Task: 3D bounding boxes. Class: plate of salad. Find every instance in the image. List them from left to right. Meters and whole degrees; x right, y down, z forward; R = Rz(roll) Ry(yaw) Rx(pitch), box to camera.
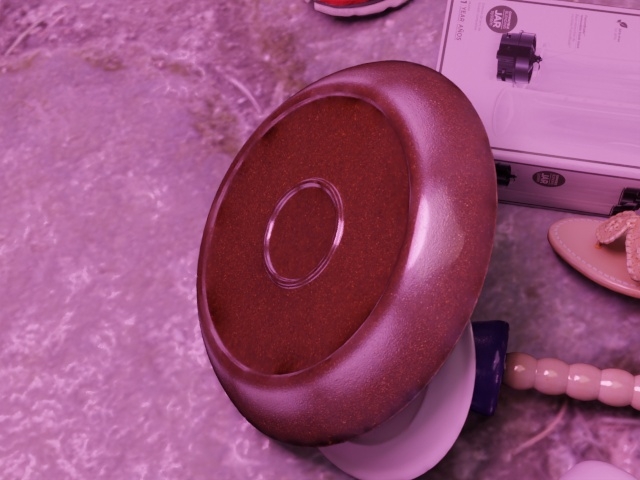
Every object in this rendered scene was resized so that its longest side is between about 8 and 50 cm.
[{"bbox_3d":[0.047,0.087,1.058,0.048,0.200,0.200,0,54,-45],"label":"plate of salad"}]

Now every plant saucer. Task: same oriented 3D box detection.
[{"bbox_3d":[0.000,0.000,1.044,0.310,0.050,0.310,-22,58,40],"label":"plant saucer"}]

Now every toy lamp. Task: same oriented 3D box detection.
[{"bbox_3d":[0.212,0.114,1.070,0.275,0.080,0.080,10,65,8],"label":"toy lamp"}]

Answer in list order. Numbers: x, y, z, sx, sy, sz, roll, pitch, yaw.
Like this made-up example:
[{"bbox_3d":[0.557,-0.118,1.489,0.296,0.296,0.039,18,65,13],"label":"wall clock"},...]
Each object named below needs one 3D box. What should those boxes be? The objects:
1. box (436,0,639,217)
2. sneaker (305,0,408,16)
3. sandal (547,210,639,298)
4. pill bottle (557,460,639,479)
[{"bbox_3d":[0.241,-0.110,1.171,0.290,0.087,0.169,7,64,7],"label":"box"},{"bbox_3d":[0.092,-0.312,1.261,0.279,0.118,0.107,-34,66,-13],"label":"sneaker"},{"bbox_3d":[0.292,0.013,1.081,0.088,0.079,0.240,-27,48,-36],"label":"sandal"},{"bbox_3d":[0.144,0.287,0.950,0.264,0.146,0.146,-39,68,-15],"label":"pill bottle"}]
